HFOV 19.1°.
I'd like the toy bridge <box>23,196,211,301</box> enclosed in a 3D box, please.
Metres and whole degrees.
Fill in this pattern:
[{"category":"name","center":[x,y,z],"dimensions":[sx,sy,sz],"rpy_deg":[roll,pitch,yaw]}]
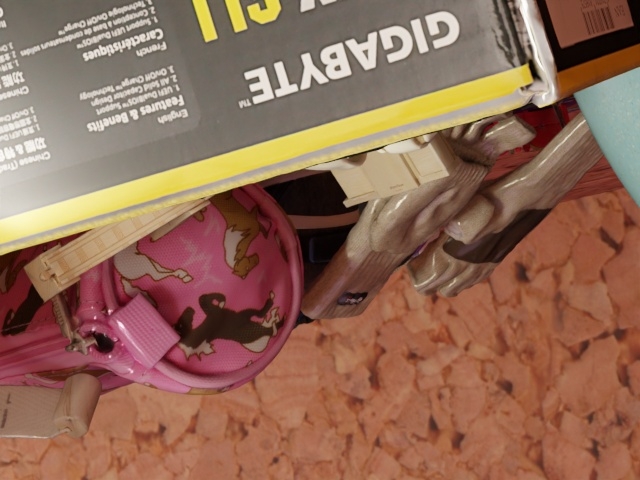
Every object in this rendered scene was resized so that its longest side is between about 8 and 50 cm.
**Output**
[{"category":"toy bridge","center":[-0.086,-0.021,1.105],"dimensions":[0.188,0.026,0.063],"rpy_deg":[-32,-179,-32]}]

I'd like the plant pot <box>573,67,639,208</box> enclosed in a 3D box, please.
[{"category":"plant pot","center":[0.276,-0.056,0.947],"dimensions":[0.290,0.195,0.290],"rpy_deg":[-13,177,-1]}]

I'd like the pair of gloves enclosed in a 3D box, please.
[{"category":"pair of gloves","center":[0.103,-0.029,1.362],"dimensions":[0.240,0.042,0.204],"rpy_deg":[-7,144,-51]}]

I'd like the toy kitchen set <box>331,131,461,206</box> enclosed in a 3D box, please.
[{"category":"toy kitchen set","center":[0.044,-0.074,1.126],"dimensions":[0.083,0.068,0.075],"rpy_deg":[-16,-156,43]}]

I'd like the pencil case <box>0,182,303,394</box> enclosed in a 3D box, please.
[{"category":"pencil case","center":[-0.182,0.051,1.329],"dimensions":[0.167,0.160,0.386],"rpy_deg":[18,159,-34]}]

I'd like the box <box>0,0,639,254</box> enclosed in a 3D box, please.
[{"category":"box","center":[-0.053,-0.048,0.556],"dimensions":[0.322,0.079,0.257],"rpy_deg":[-15,-174,24]}]

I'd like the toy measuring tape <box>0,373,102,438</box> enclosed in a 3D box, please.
[{"category":"toy measuring tape","center":[-0.304,0.067,1.171],"dimensions":[0.330,0.121,0.121],"rpy_deg":[3,180,12]}]

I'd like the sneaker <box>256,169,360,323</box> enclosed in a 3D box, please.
[{"category":"sneaker","center":[-0.038,0.008,1.455],"dimensions":[0.079,0.121,0.217],"rpy_deg":[-10,176,-30]}]

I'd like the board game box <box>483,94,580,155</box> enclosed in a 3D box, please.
[{"category":"board game box","center":[0.152,-0.080,1.470],"dimensions":[0.133,0.033,0.168],"rpy_deg":[-14,176,18]}]

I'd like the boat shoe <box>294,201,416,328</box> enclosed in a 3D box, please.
[{"category":"boat shoe","center":[-0.061,0.029,1.715],"dimensions":[0.340,0.127,0.113],"rpy_deg":[-14,176,-13]}]

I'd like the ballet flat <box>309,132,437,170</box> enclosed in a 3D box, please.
[{"category":"ballet flat","center":[0.018,-0.066,0.854],"dimensions":[0.072,0.068,0.213],"rpy_deg":[-16,176,41]}]

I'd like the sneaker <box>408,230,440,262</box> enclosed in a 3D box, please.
[{"category":"sneaker","center":[0.000,0.000,1.849],"dimensions":[0.236,0.095,0.104],"rpy_deg":[-18,170,1]}]
